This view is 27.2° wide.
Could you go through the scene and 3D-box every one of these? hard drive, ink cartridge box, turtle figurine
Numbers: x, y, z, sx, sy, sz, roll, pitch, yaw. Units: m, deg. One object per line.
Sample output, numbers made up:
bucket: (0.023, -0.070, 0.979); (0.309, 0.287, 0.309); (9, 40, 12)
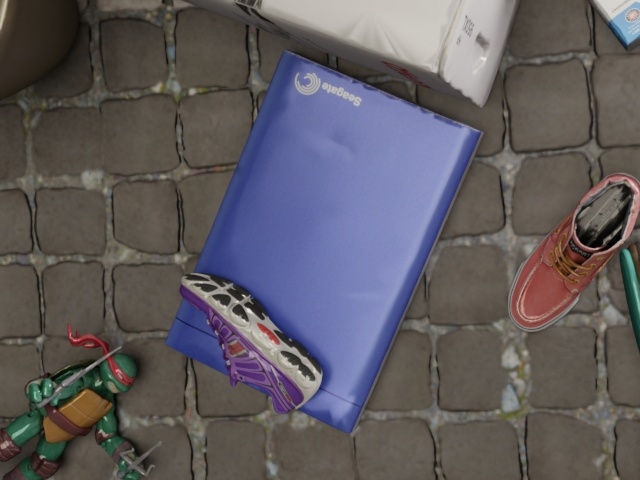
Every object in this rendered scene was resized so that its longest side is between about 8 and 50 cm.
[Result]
hard drive: (0.000, 0.000, 1.297); (0.210, 0.040, 0.318); (24, 98, 13)
ink cartridge box: (0.280, -0.249, 1.209); (0.088, 0.052, 0.122); (-37, 81, 13)
turtle figurine: (-0.251, 0.185, 1.336); (0.234, 0.118, 0.175); (-39, 123, 14)
ink cartridge box: (-0.026, -0.267, 1.169); (0.395, 0.285, 0.166); (22, 96, 13)

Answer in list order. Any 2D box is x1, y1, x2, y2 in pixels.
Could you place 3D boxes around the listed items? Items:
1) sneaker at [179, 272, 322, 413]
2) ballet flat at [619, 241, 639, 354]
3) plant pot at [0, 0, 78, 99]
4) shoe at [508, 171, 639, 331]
sneaker: (-0.078, 0.099, 1.267); (0.170, 0.068, 0.071); (45, 108, 9)
ballet flat: (0.330, 0.134, 1.195); (0.096, 0.095, 0.280); (-7, 100, 5)
plant pot: (-0.348, -0.229, 1.261); (0.257, 0.274, 0.256); (1, 93, 14)
shoe: (0.231, 0.011, 1.215); (0.063, 0.081, 0.178); (39, 101, 10)
